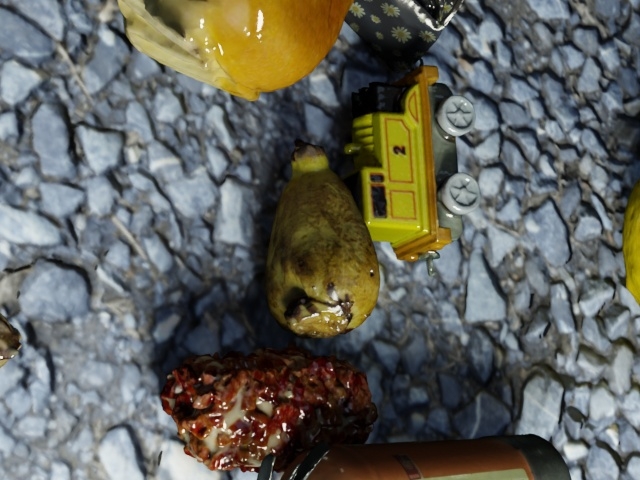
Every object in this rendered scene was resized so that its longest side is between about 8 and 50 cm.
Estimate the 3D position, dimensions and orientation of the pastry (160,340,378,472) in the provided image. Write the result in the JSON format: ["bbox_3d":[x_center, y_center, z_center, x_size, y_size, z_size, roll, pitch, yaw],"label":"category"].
[{"bbox_3d":[-0.038,0.145,1.493,0.209,0.097,0.115,3,86,-36],"label":"pastry"}]

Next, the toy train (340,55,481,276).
[{"bbox_3d":[0.079,-0.074,1.637,0.127,0.089,0.219,3,77,-24],"label":"toy train"}]

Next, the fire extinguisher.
[{"bbox_3d":[0.060,0.261,1.488,0.376,0.113,0.200,6,102,-46],"label":"fire extinguisher"}]

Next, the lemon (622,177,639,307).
[{"bbox_3d":[0.434,0.020,1.777,0.233,0.233,0.288,-33,100,-36],"label":"lemon"}]

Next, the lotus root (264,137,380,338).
[{"bbox_3d":[0.000,0.000,1.552,0.094,0.108,0.190,41,40,-52],"label":"lotus root"}]

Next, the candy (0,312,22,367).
[{"bbox_3d":[-0.291,0.082,1.336,0.110,0.085,0.095,40,64,-9],"label":"candy"}]

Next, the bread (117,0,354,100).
[{"bbox_3d":[-0.037,-0.320,1.517,0.183,0.236,0.388,20,87,11],"label":"bread"}]

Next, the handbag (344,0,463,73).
[{"bbox_3d":[0.095,-0.243,1.658,0.115,0.139,0.072,47,48,-16],"label":"handbag"}]
